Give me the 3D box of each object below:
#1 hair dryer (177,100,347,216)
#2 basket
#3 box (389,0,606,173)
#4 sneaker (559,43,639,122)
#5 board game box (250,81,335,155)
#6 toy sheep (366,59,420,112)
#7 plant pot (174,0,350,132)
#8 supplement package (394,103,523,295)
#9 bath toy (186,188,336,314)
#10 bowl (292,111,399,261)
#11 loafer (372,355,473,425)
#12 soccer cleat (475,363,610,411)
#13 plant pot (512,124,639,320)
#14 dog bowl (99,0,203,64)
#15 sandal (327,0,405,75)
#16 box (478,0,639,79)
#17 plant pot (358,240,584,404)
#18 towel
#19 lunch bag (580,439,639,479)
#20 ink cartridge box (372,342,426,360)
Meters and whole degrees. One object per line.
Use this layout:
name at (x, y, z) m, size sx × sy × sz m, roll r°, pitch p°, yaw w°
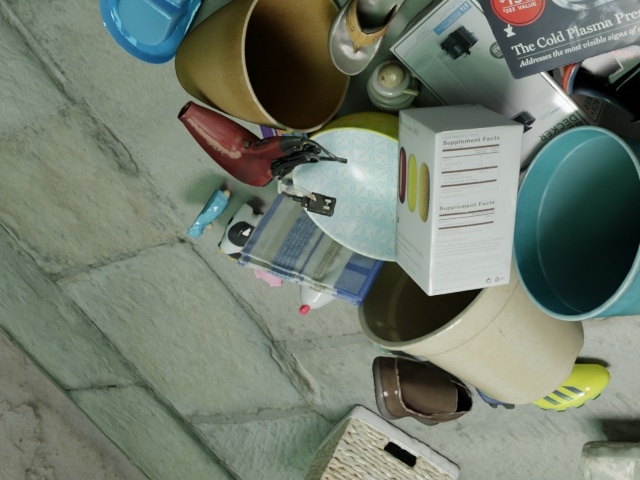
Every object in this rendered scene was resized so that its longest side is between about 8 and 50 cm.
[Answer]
hair dryer at (-0.091, -0.153, 1.272) m, size 0.294 × 0.080 × 0.223 m, roll 21°, pitch 154°, yaw 8°
basket at (0.126, 0.665, 2.076) m, size 0.328 × 0.266 × 0.331 m, roll 32°, pitch 138°, yaw 2°
box at (0.268, -0.251, 1.193) m, size 0.290 × 0.087 × 0.169 m, roll 43°, pitch 139°, yaw -13°
sneaker at (0.488, -0.207, 1.047) m, size 0.350 × 0.148 × 0.131 m, roll 11°, pitch 135°, yaw 21°
board game box at (-0.044, -0.218, 1.458) m, size 0.141 × 0.048 × 0.170 m, roll 6°, pitch 133°, yaw 26°
toy sheep at (0.119, -0.249, 1.296) m, size 0.091 × 0.091 × 0.132 m, roll 24°, pitch 164°, yaw 10°
plant pot at (-0.119, -0.299, 1.314) m, size 0.254 × 0.237 × 0.237 m, roll 9°, pitch 136°, yaw 44°
supplement package at (0.196, -0.064, 1.163) m, size 0.134 × 0.139 × 0.244 m, roll -8°, pitch 113°, yaw -16°
bath toy at (-0.110, 0.034, 1.695) m, size 0.348 × 0.129 × 0.151 m, roll 34°, pitch 174°, yaw 0°
bowl at (0.114, -0.119, 1.370) m, size 0.290 × 0.156 × 0.289 m, roll 19°, pitch 140°, yaw 17°
loafer at (0.225, 0.314, 1.701) m, size 0.130 × 0.133 × 0.366 m, roll -16°, pitch 157°, yaw 26°
soccer cleat at (0.437, 0.279, 1.618) m, size 0.289 × 0.093 × 0.121 m, roll -13°, pitch 116°, yaw 40°
plant pot at (0.463, -0.012, 1.152) m, size 0.255 × 0.271 × 0.271 m, roll 6°, pitch 147°, yaw -24°
dog bowl at (-0.274, -0.437, 1.366) m, size 0.166 × 0.074 × 0.297 m, roll 36°, pitch 139°, yaw -5°
sandal at (0.081, -0.341, 1.209) m, size 0.090 × 0.060 × 0.219 m, roll 31°, pitch 126°, yaw -16°
box at (0.339, -0.402, 0.925) m, size 0.343 × 0.179 × 0.312 m, roll -11°, pitch 122°, yaw 39°
plant pot at (0.291, 0.127, 1.413) m, size 0.305 × 0.333 × 0.334 m, roll 40°, pitch 141°, yaw -26°
towel at (0.000, 0.000, 1.510) m, size 0.285 × 0.209 × 0.034 m, roll 17°, pitch 156°, yaw 28°
lunch bag at (0.687, 0.501, 1.622) m, size 0.235 × 0.169 × 0.287 m, roll -5°, pitch 132°, yaw 36°
ink cartridge box at (0.170, 0.162, 1.684) m, size 0.128 × 0.072 × 0.175 m, roll 9°, pitch 135°, yaw 24°
